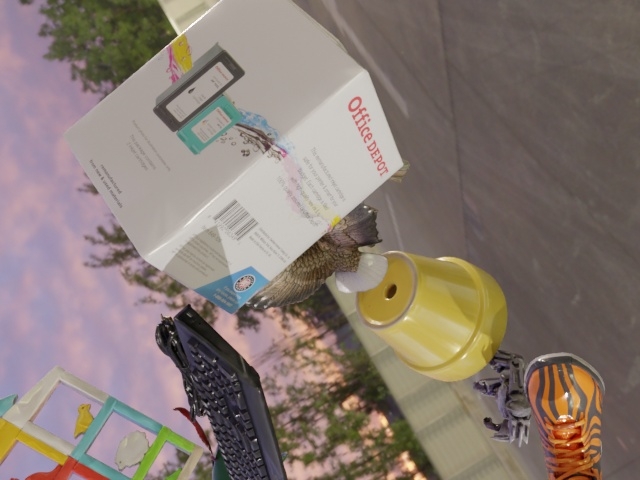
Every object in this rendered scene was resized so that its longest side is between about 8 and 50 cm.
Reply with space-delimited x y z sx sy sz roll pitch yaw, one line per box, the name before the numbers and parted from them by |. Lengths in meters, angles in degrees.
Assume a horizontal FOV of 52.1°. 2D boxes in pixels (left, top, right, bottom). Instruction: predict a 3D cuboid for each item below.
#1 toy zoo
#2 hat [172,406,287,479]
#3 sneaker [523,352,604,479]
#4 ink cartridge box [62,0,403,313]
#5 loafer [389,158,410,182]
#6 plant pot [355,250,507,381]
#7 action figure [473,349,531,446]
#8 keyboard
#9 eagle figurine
toy zoo | -0.336 0.305 0.905 0.293 0.192 0.030 29 150 0
hat | -0.175 0.363 1.209 0.183 0.173 0.208 59 148 7
sneaker | 0.408 0.336 1.042 0.180 0.124 0.321 -75 -35 -51
ink cartridge box | -0.084 -0.098 0.718 0.197 0.270 0.198 49 179 28
loafer | 0.083 -0.104 1.008 0.045 0.125 0.039 45 131 46
plant pot | 0.208 0.137 1.332 0.239 0.254 0.254 26 -159 -38
action figure | 0.381 0.312 1.353 0.285 0.099 0.185 -19 -60 -81
keyboard | -0.102 0.192 0.686 0.201 0.033 0.317 34 144 40
eagle figurine | -0.010 -0.004 1.083 0.298 0.225 0.226 -36 -49 -72
